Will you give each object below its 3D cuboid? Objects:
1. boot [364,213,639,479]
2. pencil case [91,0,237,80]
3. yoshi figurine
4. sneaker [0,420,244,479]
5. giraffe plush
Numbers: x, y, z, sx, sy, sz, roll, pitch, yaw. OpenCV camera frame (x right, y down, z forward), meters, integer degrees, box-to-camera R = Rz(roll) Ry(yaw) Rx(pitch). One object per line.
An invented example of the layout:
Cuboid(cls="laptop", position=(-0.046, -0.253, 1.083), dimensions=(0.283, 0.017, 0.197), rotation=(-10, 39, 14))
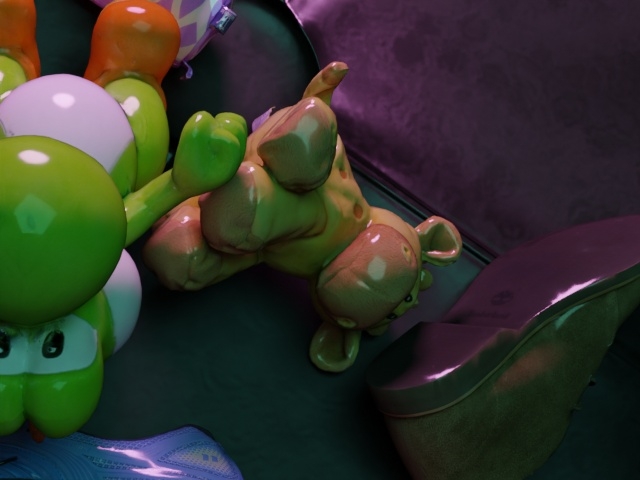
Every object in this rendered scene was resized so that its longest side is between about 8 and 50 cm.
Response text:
Cuboid(cls="boot", position=(0.161, 0.077, 1.436), dimensions=(0.305, 0.112, 0.115), rotation=(-33, 113, -32))
Cuboid(cls="pencil case", position=(-0.154, -0.202, 1.428), dimensions=(0.206, 0.086, 0.088), rotation=(34, 89, -3))
Cuboid(cls="yoshi figurine", position=(-0.165, -0.047, 1.230), dimensions=(0.203, 0.203, 0.362), rotation=(47, 25, -34))
Cuboid(cls="sneaker", position=(-0.200, 0.193, 1.239), dimensions=(0.330, 0.129, 0.147), rotation=(-10, 46, -14))
Cuboid(cls="giraffe plush", position=(0.000, 0.000, 1.375), dimensions=(0.170, 0.181, 0.210), rotation=(48, 26, -8))
